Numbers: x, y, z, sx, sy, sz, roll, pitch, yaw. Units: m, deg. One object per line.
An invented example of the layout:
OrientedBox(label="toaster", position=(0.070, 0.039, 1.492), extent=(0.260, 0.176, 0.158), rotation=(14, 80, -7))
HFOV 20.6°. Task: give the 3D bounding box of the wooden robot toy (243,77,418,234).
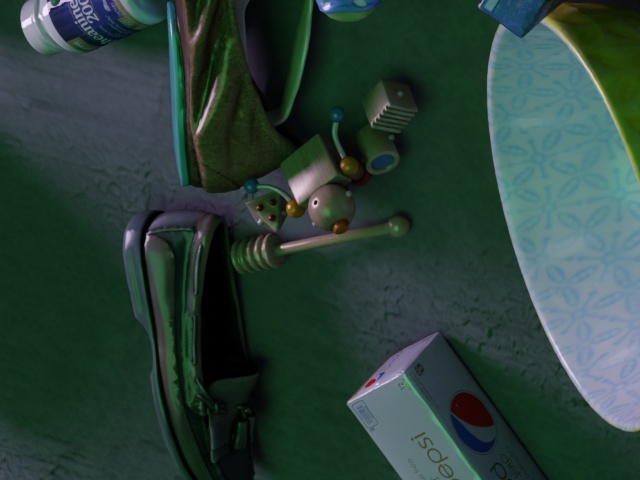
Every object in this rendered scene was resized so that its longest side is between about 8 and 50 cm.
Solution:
OrientedBox(label="wooden robot toy", position=(0.017, -0.040, 1.339), extent=(0.173, 0.076, 0.079), rotation=(-38, 51, 24))

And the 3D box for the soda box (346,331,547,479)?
OrientedBox(label="soda box", position=(0.119, 0.186, 1.416), extent=(0.069, 0.074, 0.216), rotation=(-31, 97, 37))

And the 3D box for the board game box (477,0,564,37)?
OrientedBox(label="board game box", position=(0.180, -0.216, 1.090), extent=(0.035, 0.201, 0.136), rotation=(37, 127, 8))

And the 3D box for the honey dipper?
OrientedBox(label="honey dipper", position=(0.000, 0.000, 1.417), extent=(0.161, 0.030, 0.030), rotation=(-12, 108, 32))

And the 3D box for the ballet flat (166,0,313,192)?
OrientedBox(label="ballet flat", position=(-0.070, -0.193, 1.309), extent=(0.124, 0.116, 0.342), rotation=(-11, 118, -4))

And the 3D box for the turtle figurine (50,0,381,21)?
OrientedBox(label="turtle figurine", position=(-0.013, -0.279, 1.145), extent=(0.198, 0.275, 0.266), rotation=(5, 96, 55))

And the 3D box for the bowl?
OrientedBox(label="bowl", position=(0.234, -0.031, 1.164), extent=(0.156, 0.289, 0.289), rotation=(-15, 112, -10))

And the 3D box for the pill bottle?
OrientedBox(label="pill bottle", position=(-0.179, -0.187, 1.398), extent=(0.120, 0.067, 0.067), rotation=(-17, 105, 35))

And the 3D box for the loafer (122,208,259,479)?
OrientedBox(label="loafer", position=(-0.093, 0.101, 1.486), extent=(0.084, 0.096, 0.267), rotation=(-6, 109, 26))
